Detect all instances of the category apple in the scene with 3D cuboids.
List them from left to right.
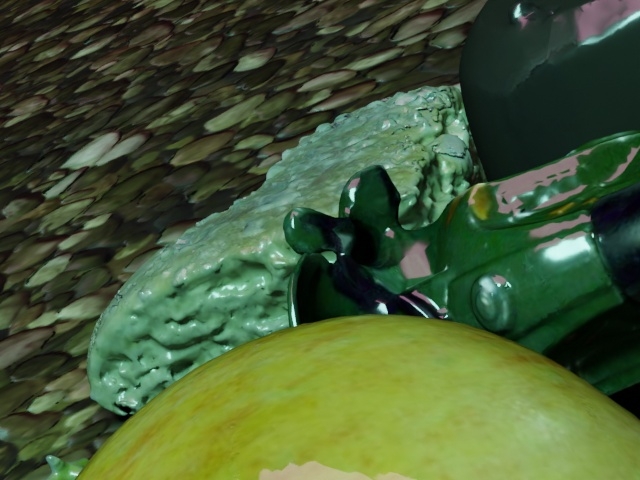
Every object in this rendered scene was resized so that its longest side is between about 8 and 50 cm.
[{"bbox_3d":[0.018,0.104,0.381,0.155,0.182,0.182,-52,27,-14],"label":"apple"}]

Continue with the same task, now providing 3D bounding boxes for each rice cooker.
[{"bbox_3d":[0.153,-0.078,0.753,0.203,0.118,0.142,-27,19,8],"label":"rice cooker"}]

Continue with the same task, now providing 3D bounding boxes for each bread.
[{"bbox_3d":[0.000,0.000,0.826,0.232,0.064,0.172,-36,20,-22],"label":"bread"}]

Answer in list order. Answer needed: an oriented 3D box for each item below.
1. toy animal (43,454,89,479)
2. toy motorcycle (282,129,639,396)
[{"bbox_3d":[-0.057,0.088,0.695,0.075,0.041,0.217,4,27,16],"label":"toy animal"},{"bbox_3d":[0.096,0.002,0.573,0.187,0.125,0.274,-16,-11,-33],"label":"toy motorcycle"}]
